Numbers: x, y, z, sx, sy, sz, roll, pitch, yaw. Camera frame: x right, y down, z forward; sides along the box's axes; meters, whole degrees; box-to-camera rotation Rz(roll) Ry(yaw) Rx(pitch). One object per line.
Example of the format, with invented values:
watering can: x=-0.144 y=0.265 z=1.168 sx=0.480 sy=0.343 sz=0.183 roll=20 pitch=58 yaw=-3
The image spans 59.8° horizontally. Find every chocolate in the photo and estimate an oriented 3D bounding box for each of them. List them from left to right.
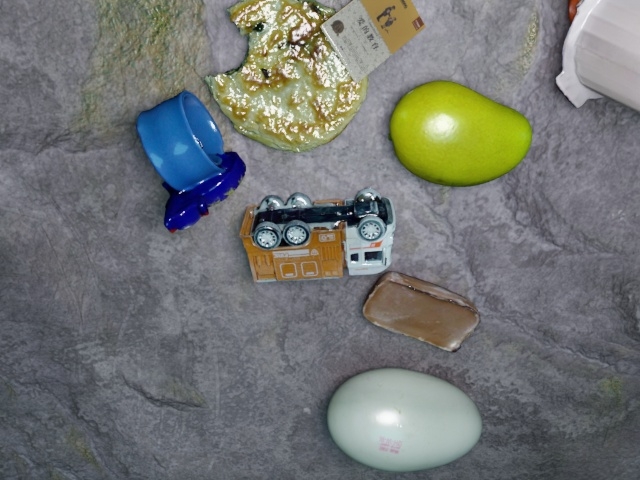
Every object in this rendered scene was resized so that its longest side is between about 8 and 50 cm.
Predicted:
chocolate: x=0.223 y=0.143 z=1.241 sx=0.261 sy=0.083 sz=0.161 roll=23 pitch=131 yaw=-11

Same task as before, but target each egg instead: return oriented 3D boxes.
egg: x=0.198 y=0.414 z=1.292 sx=0.370 sy=0.230 sz=0.230 roll=5 pitch=116 yaw=-9

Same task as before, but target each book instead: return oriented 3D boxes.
book: x=0.095 y=-0.378 z=0.983 sx=0.172 sy=0.012 sz=0.118 roll=-41 pitch=113 yaw=-9

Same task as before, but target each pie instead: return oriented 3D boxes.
pie: x=-0.057 y=-0.301 z=1.028 sx=0.302 sy=0.067 sz=0.303 roll=0 pitch=114 yaw=0

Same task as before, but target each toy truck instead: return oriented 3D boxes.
toy truck: x=0.000 y=0.000 z=1.141 sx=0.305 sy=0.136 sz=0.162 roll=-4 pitch=123 yaw=4

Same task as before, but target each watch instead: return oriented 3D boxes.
watch: x=-0.248 y=-0.160 z=1.028 sx=0.171 sy=0.196 sz=0.200 roll=-27 pitch=121 yaw=1

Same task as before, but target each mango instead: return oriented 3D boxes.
mango: x=0.258 y=-0.188 z=1.044 sx=0.272 sy=0.149 sz=0.186 roll=20 pitch=112 yaw=-15

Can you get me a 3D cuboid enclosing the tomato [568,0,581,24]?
tomato: x=0.493 y=-0.419 z=0.970 sx=0.155 sy=0.069 sz=0.156 roll=-13 pitch=133 yaw=-15

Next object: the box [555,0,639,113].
box: x=0.583 y=-0.306 z=0.918 sx=0.291 sy=0.206 sz=0.263 roll=-11 pitch=132 yaw=-15
